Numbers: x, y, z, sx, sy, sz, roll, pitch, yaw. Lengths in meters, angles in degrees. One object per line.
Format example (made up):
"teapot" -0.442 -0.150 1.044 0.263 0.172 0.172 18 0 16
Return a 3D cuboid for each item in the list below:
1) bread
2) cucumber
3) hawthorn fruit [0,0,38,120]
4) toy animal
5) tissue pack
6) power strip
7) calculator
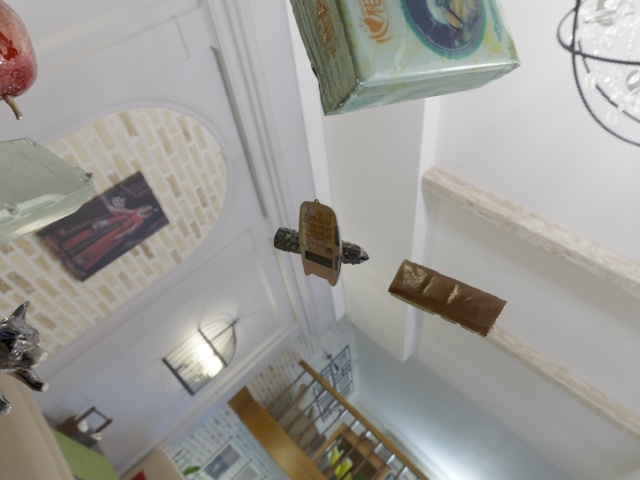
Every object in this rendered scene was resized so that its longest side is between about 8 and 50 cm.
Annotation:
"bread" 0.420 0.194 1.427 0.361 0.138 0.077 24 -17 27
"cucumber" 0.006 0.029 1.574 0.359 0.096 0.096 13 -37 16
"hawthorn fruit" -0.593 -0.314 0.734 0.225 0.196 0.196 59 -25 -13
"toy animal" -0.869 0.245 1.091 0.344 0.194 0.302 17 -74 5
"tissue pack" 0.157 -0.410 0.789 0.162 0.388 0.287 -19 -91 65
"power strip" -0.276 -0.027 0.326 0.080 0.048 0.286 37 14 -14
"calculator" 0.000 0.000 1.143 0.157 0.033 0.236 20 -59 44
